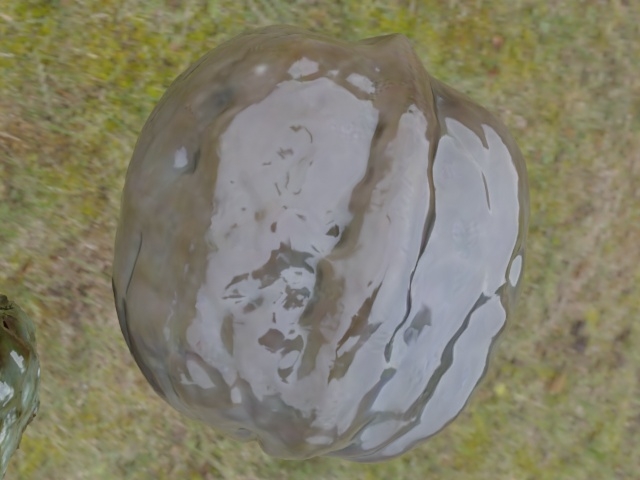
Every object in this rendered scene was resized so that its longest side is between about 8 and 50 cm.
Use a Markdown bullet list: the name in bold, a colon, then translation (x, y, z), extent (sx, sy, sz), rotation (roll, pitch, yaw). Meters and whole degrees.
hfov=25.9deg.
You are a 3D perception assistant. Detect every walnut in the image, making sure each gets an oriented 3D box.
- **walnut**: translation (0.000, 0.000, 0.700), extent (0.224, 0.224, 0.224), rotation (-11, 108, -34)

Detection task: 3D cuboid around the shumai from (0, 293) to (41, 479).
- **shumai**: translation (-0.411, 0.229, 1.114), extent (0.395, 0.395, 0.348), rotation (-12, 104, -33)
